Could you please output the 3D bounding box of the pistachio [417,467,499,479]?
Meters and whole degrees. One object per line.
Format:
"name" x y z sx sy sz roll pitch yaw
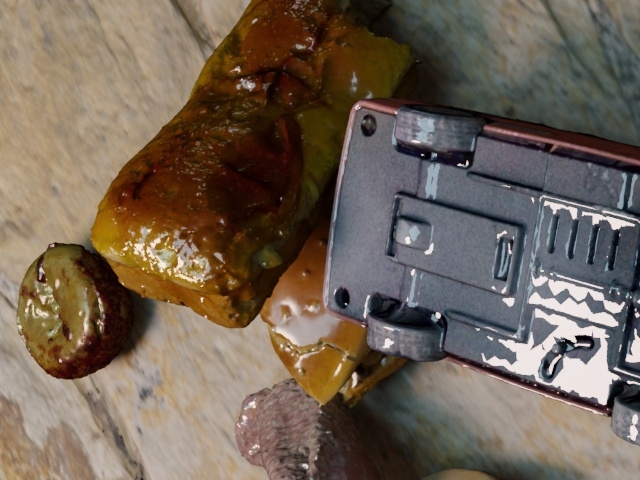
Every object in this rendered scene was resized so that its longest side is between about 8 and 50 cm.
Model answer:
"pistachio" 0.107 0.283 1.514 0.223 0.126 0.152 -35 50 43

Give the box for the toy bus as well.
"toy bus" 0.216 0.018 1.339 0.427 0.233 0.203 18 104 41

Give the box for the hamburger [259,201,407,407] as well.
"hamburger" 0.000 0.000 1.573 0.156 0.144 0.283 -37 67 28

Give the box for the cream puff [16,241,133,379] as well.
"cream puff" -0.256 0.074 1.832 0.149 0.084 0.149 -2 88 41

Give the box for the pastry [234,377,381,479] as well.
"pastry" -0.007 0.199 1.580 0.112 0.103 0.265 -36 24 -4

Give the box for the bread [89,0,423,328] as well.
"bread" -0.036 -0.103 1.496 0.185 0.109 0.380 15 59 33
